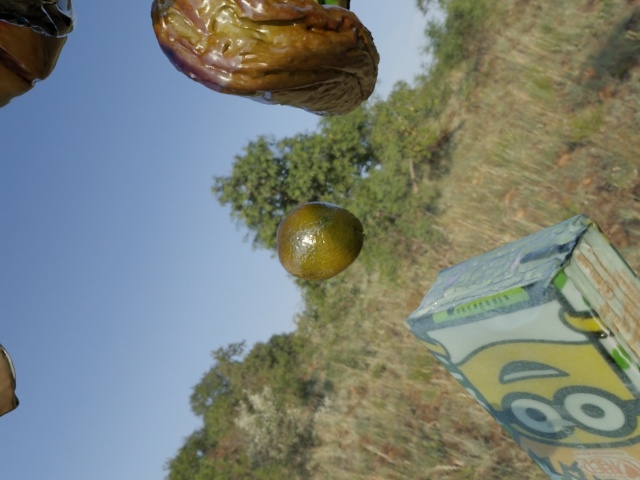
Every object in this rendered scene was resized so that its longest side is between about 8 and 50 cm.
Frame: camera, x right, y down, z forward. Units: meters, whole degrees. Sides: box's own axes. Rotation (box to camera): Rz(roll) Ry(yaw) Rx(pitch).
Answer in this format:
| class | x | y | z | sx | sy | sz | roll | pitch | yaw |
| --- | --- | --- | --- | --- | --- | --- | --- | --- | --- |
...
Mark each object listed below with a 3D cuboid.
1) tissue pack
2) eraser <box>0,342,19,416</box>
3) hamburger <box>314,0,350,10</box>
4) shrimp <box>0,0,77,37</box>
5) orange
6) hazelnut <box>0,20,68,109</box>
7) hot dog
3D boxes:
| class | x | y | z | sx | sy | sz | roll | pitch | yaw |
| --- | --- | --- | --- | --- | --- | --- | --- | --- | --- |
| tissue pack | 0.286 | 0.144 | 0.676 | 0.128 | 0.311 | 0.228 | -48 | 11 | -35 |
| eraser | -0.424 | 0.134 | 0.492 | 0.087 | 0.171 | 0.290 | -18 | 4 | 33 |
| hamburger | -0.083 | -0.342 | 0.839 | 0.149 | 0.237 | 0.237 | -29 | -33 | -48 |
| shrimp | -0.293 | -0.230 | 0.440 | 0.445 | 0.221 | 0.110 | -101 | 4 | -82 |
| orange | 0.000 | 0.000 | 0.621 | 0.085 | 0.095 | 0.085 | -12 | -90 | -84 |
| hazelnut | -0.452 | -0.279 | 0.760 | 0.212 | 0.181 | 0.181 | -45 | -43 | 4 |
| hot dog | -0.039 | -0.199 | 0.591 | 0.122 | 0.196 | 0.272 | -58 | -17 | 19 |
